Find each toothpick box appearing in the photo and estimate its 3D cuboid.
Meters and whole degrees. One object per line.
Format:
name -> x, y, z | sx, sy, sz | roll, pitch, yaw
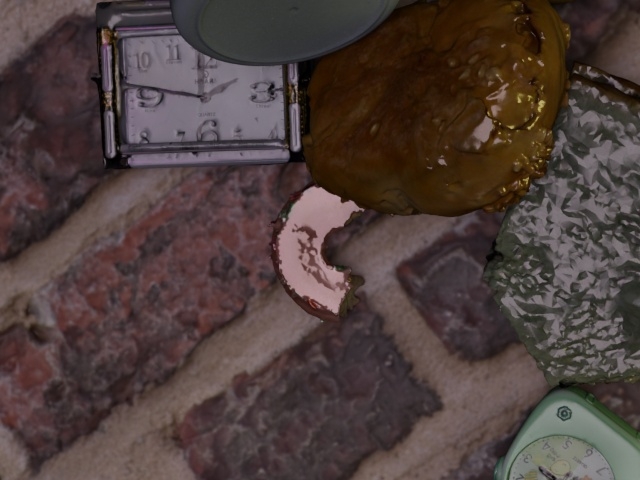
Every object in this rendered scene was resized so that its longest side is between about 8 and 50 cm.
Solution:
toothpick box -> -0.071, -0.383, 1.848 | 0.263, 0.263, 0.354 | -18, 65, 13

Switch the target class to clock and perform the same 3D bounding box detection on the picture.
clock -> -0.125, -0.172, 1.995 | 0.253, 0.083, 0.186 | -1, 95, 12
clock -> 0.259, 0.260, 1.965 | 0.148, 0.060, 0.188 | 40, 102, 5

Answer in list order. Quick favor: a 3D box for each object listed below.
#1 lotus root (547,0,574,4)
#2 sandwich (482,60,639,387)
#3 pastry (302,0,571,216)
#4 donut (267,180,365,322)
lotus root -> 0.200, -0.319, 1.890 | 0.303, 0.131, 0.146 | 5, 119, 12
sandwich -> 0.314, 0.008, 1.895 | 0.262, 0.131, 0.325 | 22, 100, 8
pastry -> 0.128, -0.133, 1.860 | 0.311, 0.162, 0.255 | 0, 59, 47
donut -> 0.000, 0.000, 1.994 | 0.117, 0.065, 0.166 | 19, 97, 8
